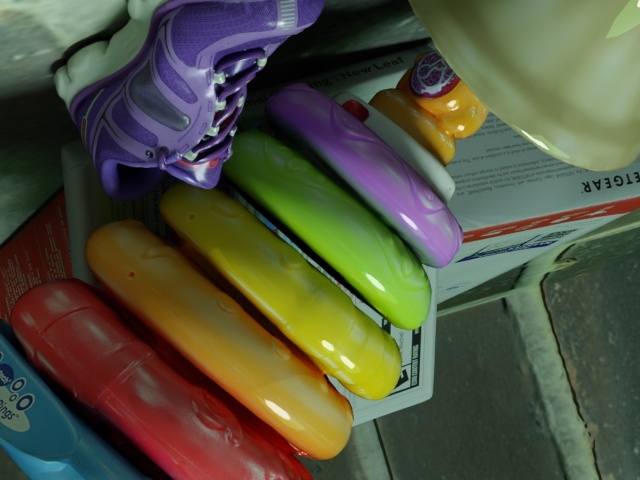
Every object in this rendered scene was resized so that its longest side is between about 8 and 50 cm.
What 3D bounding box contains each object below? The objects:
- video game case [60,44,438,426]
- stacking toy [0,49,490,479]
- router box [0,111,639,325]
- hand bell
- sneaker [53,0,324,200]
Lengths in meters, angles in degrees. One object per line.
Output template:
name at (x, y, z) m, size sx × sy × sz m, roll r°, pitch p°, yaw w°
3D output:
video game case at (-0.028, 0.021, 0.903) m, size 0.193 × 0.023 × 0.212 m, roll -18°, pitch 129°, yaw -23°
stacking toy at (0.000, 0.000, 0.788) m, size 0.302 × 0.175 × 0.166 m, roll -49°, pitch 131°, yaw -2°
router box at (-0.012, 0.000, 1.098) m, size 0.335 × 0.082 × 0.301 m, roll -12°, pitch 170°, yaw -27°
hand bell at (0.146, -0.136, 0.555) m, size 0.242 × 0.126 × 0.126 m, roll -37°, pitch 160°, yaw 35°
sneaker at (-0.043, -0.060, 0.702) m, size 0.068 × 0.071 × 0.170 m, roll -11°, pitch 169°, yaw -31°
